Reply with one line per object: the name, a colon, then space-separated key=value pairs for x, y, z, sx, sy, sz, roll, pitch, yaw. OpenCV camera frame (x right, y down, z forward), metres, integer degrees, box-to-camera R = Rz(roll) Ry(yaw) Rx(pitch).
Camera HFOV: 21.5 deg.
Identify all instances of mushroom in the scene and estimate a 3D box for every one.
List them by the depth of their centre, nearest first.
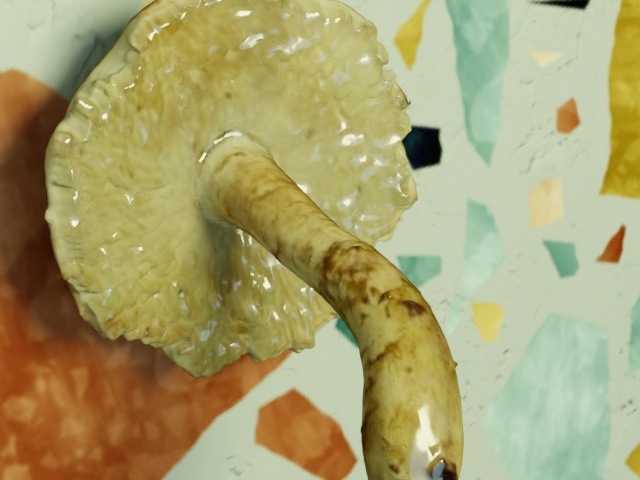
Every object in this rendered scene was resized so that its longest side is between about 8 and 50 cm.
mushroom: x=0.008 y=-0.002 z=0.932 sx=0.233 sy=0.302 sz=0.208 roll=-65 pitch=158 yaw=9
